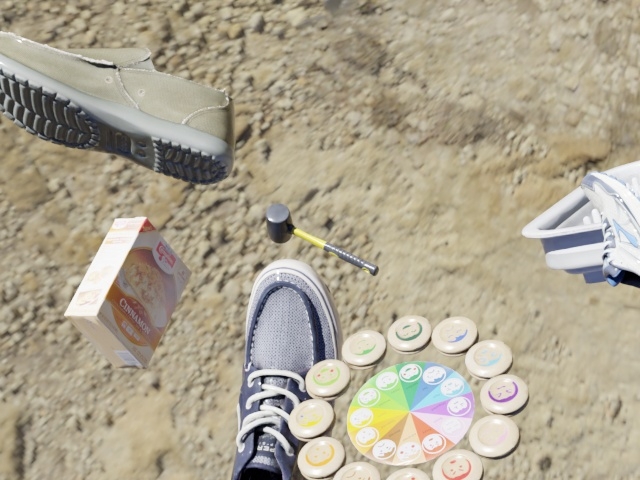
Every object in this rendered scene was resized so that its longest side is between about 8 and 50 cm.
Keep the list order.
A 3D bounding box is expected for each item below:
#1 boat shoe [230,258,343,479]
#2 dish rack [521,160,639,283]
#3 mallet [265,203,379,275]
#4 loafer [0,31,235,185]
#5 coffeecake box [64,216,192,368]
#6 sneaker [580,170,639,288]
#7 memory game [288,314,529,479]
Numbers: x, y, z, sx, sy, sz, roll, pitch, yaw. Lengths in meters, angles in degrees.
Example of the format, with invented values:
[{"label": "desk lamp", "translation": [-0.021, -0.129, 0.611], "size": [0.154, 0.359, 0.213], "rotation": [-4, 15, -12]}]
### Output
[{"label": "boat shoe", "translation": [-0.045, 0.203, 1.511], "size": [0.127, 0.158, 0.341], "rotation": [0, 104, 14]}, {"label": "dish rack", "translation": [0.384, -0.037, 1.166], "size": [0.332, 0.285, 0.072], "rotation": [-10, 102, 35]}, {"label": "mallet", "translation": [0.000, 0.000, 1.808], "size": [0.189, 0.039, 0.062], "rotation": [22, 151, 26]}, {"label": "loafer", "translation": [-0.189, -0.129, 1.118], "size": [0.251, 0.087, 0.094], "rotation": [22, 152, -6]}, {"label": "coffeecake box", "translation": [-0.290, 0.080, 1.896], "size": [0.068, 0.186, 0.142], "rotation": [-2, 140, 33]}, {"label": "sneaker", "translation": [0.236, 0.003, 0.958], "size": [0.058, 0.052, 0.135], "rotation": [-37, 59, 5]}, {"label": "memory game", "translation": [0.065, 0.126, 0.933], "size": [0.186, 0.186, 0.012], "rotation": [-3, 134, 18]}]
